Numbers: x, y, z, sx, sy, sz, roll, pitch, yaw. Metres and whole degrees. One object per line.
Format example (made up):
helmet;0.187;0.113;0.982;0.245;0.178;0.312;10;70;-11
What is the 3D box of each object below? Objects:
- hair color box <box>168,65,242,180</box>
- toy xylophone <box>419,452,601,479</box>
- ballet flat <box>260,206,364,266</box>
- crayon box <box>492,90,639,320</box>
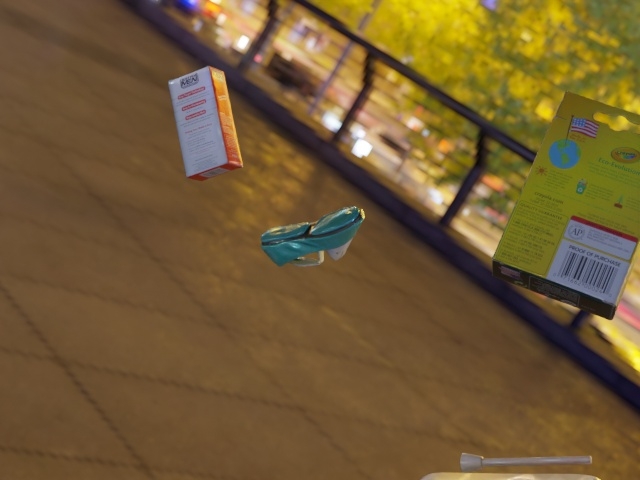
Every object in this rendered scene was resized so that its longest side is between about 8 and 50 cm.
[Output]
hair color box;-0.158;-0.159;1.881;0.043;0.072;0.141;10;66;-62
toy xylophone;0.248;0.351;1.798;0.322;0.081;0.236;-1;10;29
ballet flat;0.000;0.000;2.564;0.087;0.247;0.083;57;42;-22
crayon box;0.419;-0.058;2.149;0.202;0.318;0.081;22;-17;15
